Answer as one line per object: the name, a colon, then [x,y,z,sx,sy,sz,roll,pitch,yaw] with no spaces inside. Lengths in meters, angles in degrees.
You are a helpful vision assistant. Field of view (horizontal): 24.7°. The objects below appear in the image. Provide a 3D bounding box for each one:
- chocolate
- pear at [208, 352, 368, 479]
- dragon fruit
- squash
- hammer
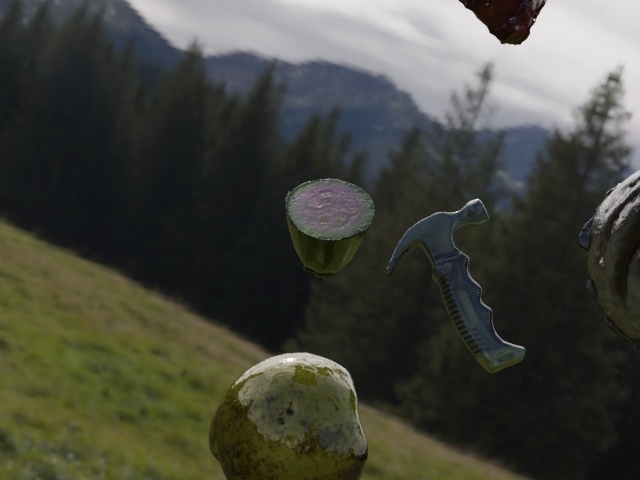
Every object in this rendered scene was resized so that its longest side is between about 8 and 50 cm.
chocolate: [0.517,0.012,1.995,0.303,0.303,0.213,19,-12,7]
pear: [-0.041,0.232,1.739,0.197,0.197,0.197,19,1,0]
dragon fruit: [0.256,-0.409,2.180,0.240,0.330,0.302,-16,-35,17]
squash: [0.004,0.007,1.710,0.105,0.132,0.105,4,45,-4]
hammer: [0.189,0.071,1.946,0.226,0.159,0.041,63,-3,14]
